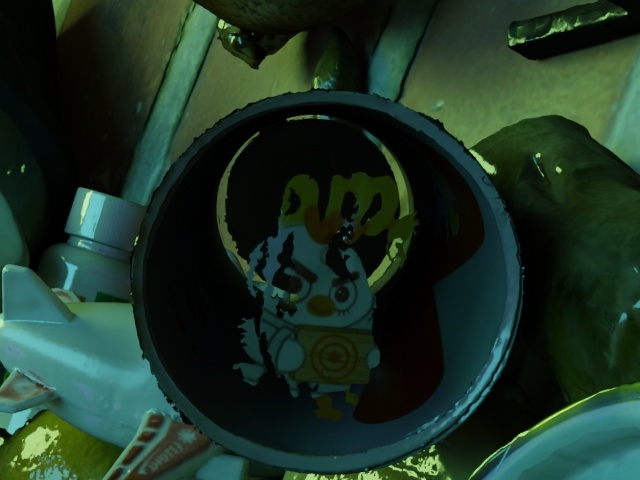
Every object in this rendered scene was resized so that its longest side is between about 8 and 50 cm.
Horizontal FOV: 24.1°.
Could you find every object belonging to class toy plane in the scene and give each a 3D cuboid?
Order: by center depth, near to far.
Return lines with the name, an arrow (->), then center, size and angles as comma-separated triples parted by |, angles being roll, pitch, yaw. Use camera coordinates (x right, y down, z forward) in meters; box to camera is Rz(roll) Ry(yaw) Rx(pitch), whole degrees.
toy plane -> -0.101, 0.089, 1.011 | 0.252, 0.252, 0.118 | -120, 30, -42

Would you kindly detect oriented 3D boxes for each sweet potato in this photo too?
sweet potato -> 0.013, -0.087, 1.082 | 0.041, 0.038, 0.153 | 128, 140, -56

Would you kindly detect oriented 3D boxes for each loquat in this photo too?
loquat -> -0.163, 0.200, 1.090 | 0.204, 0.149, 0.172 | 46, 110, 32

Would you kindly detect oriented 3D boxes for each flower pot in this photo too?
flower pot -> -0.368, -0.153, 1.358 | 0.379, 0.379, 0.251 | -31, 33, 38

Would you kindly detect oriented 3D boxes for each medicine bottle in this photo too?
medicine bottle -> -0.203, 0.089, 1.218 | 0.095, 0.095, 0.260 | 17, 88, 50

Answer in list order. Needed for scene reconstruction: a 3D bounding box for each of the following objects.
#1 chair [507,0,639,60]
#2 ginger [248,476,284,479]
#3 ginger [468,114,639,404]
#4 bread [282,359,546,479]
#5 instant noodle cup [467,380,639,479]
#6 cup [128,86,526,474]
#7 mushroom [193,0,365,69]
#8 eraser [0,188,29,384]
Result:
chair -> 0.226, -0.253, 0.780 | 0.416, 0.203, 0.240 | 1, 72, 51
ginger -> -0.059, 0.222, 0.992 | 0.193, 0.123, 0.115 | -115, 38, -47
ginger -> 0.156, 0.021, 0.805 | 0.263, 0.109, 0.116 | -126, 28, -55
bread -> 0.063, 0.165, 0.875 | 0.213, 0.105, 0.213 | -27, 53, 43
instant noodle cup -> 0.199, 0.196, 0.593 | 0.326, 0.254, 0.325 | -22, 59, 43
cup -> 0.000, 0.000, 0.879 | 0.288, 0.203, 0.203 | -106, 39, -81
mushroom -> -0.028, -0.268, 1.096 | 0.278, 0.163, 0.297 | -60, 36, 11
eraser -> -0.334, 0.049, 1.273 | 0.189, 0.104, 0.290 | 53, 145, 23
